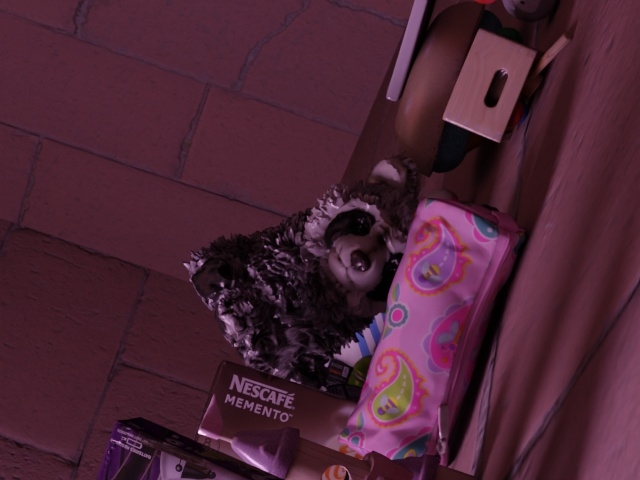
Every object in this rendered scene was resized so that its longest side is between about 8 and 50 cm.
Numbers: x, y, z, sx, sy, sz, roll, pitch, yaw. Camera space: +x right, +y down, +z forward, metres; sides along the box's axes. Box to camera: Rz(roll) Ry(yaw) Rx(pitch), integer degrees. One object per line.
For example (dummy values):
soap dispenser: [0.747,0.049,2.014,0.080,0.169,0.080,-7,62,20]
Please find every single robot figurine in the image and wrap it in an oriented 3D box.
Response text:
robot figurine: [0.065,0.201,2.117,0.101,0.067,0.115,-7,-60,-60]

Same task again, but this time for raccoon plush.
raccoon plush: [0.000,0.000,2.017,0.299,0.216,0.446,-36,23,3]

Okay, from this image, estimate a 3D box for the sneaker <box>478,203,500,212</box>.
sneaker: [0.133,0.071,1.731,0.086,0.085,0.237,-5,-63,-86]

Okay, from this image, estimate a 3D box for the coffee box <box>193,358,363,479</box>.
coffee box: [-0.014,0.234,1.764,0.098,0.246,0.141,134,155,-80]

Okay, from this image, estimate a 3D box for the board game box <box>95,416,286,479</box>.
board game box: [-0.036,0.292,1.221,0.056,0.346,0.208,-1,-70,-67]

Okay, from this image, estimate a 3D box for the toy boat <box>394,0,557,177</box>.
toy boat: [0.193,-0.224,2.021,0.318,0.148,0.267,102,-173,-49]

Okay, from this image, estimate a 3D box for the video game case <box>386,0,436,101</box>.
video game case: [0.121,-0.260,2.078,0.143,0.019,0.157,-49,-24,-77]

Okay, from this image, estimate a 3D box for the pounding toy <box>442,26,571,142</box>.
pounding toy: [0.215,-0.184,1.826,0.130,0.100,0.141,-23,-44,-76]

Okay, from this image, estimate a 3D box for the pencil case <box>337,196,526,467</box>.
pencil case: [0.115,0.099,1.627,0.124,0.124,0.284,-176,104,-86]

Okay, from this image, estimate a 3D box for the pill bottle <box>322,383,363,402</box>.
pill bottle: [0.030,0.246,1.951,0.246,0.130,0.130,-116,45,-85]

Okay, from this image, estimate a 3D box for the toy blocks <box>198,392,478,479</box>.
toy blocks: [-0.015,0.300,1.385,0.309,0.260,0.289,-108,37,-83]

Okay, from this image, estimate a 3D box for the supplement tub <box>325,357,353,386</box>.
supplement tub: [-0.020,0.253,2.675,0.117,0.117,0.190,139,149,-82]

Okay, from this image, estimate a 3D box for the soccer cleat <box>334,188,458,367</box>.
soccer cleat: [0.076,0.052,2.120,0.116,0.143,0.331,-76,6,-48]
